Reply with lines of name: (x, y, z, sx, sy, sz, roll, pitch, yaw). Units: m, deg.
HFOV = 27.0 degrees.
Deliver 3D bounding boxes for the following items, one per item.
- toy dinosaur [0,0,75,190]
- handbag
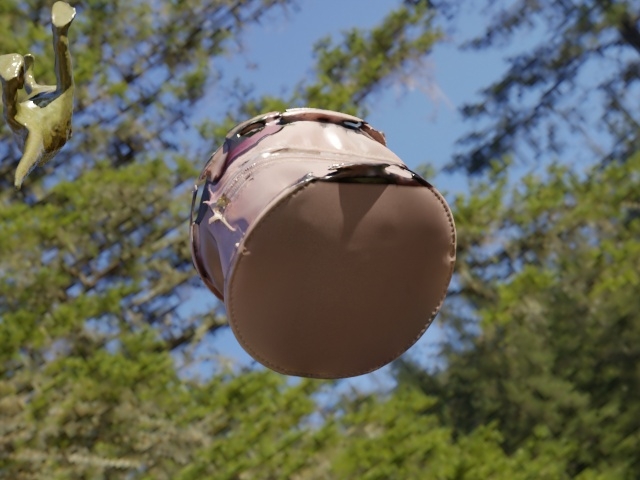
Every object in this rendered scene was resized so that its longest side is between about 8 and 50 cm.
toy dinosaur: (-0.161, -0.056, 0.769, 0.039, 0.162, 0.126, 2, -35, -3)
handbag: (-0.001, 0.000, 0.999, 0.205, 0.116, 0.179, 2, -69, -34)
